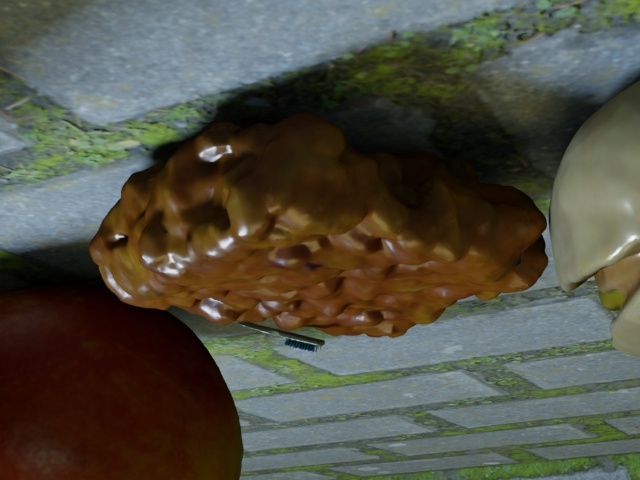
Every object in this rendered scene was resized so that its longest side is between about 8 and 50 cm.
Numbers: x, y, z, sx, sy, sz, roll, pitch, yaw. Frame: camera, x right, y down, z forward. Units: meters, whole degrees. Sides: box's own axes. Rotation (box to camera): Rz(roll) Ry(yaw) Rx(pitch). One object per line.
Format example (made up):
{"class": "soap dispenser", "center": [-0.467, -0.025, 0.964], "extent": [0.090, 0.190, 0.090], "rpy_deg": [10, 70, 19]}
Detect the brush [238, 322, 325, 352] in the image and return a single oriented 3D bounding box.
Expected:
{"class": "brush", "center": [-0.036, 0.086, 0.915], "extent": [0.083, 0.013, 0.016], "rpy_deg": [13, -174, 22]}

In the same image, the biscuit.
{"class": "biscuit", "center": [0.000, 0.000, 0.814], "extent": [0.312, 0.111, 0.318], "rpy_deg": [11, 159, -30]}

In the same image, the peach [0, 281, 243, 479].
{"class": "peach", "center": [-0.279, 0.218, 1.044], "extent": [0.388, 0.389, 0.388], "rpy_deg": [-1, 160, -1]}

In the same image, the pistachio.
{"class": "pistachio", "center": [0.255, -0.017, 0.712], "extent": [0.187, 0.188, 0.299], "rpy_deg": [-3, 167, 2]}
